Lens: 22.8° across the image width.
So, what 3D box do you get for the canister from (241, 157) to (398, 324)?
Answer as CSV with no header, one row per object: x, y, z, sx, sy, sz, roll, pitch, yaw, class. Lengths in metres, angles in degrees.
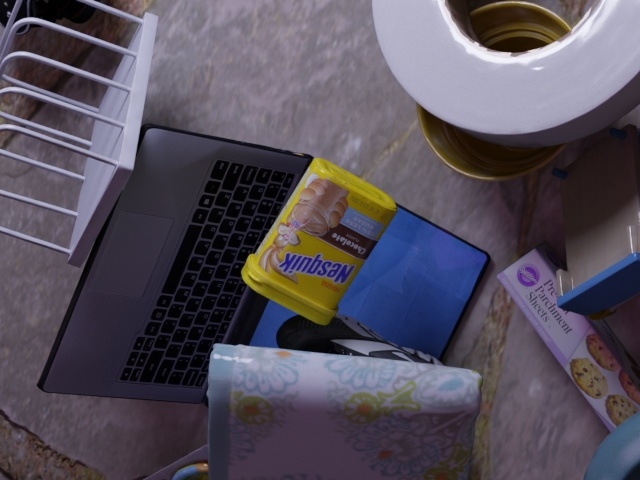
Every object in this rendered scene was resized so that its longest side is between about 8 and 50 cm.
0.000,0.000,1.908,0.126,0.073,0.170,28,105,-16,canister

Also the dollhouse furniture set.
0.416,-0.072,1.844,0.303,0.198,0.286,-39,43,46,dollhouse furniture set

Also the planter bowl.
0.229,-0.166,1.877,0.217,0.090,0.217,-6,76,28,planter bowl

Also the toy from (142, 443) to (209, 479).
-0.158,0.349,2.101,0.137,0.056,0.237,36,134,-29,toy

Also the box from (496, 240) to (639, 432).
0.338,0.151,1.921,0.067,0.063,0.324,-37,85,22,box

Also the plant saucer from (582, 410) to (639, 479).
0.465,0.328,1.867,0.318,0.043,0.317,4,115,10,plant saucer

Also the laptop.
-0.074,0.100,1.990,0.236,0.408,0.382,44,116,46,laptop

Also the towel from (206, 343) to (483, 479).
0.020,0.278,1.942,0.320,0.090,0.374,3,132,0,towel

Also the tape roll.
0.242,-0.301,1.803,0.392,0.072,0.392,-7,76,29,tape roll

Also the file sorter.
-0.324,-0.149,1.949,0.173,0.277,0.193,18,135,-17,file sorter

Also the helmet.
-0.349,-0.355,2.048,0.169,0.169,0.161,47,130,8,helmet

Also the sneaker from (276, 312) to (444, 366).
0.058,0.157,1.956,0.234,0.106,0.078,22,107,-13,sneaker
